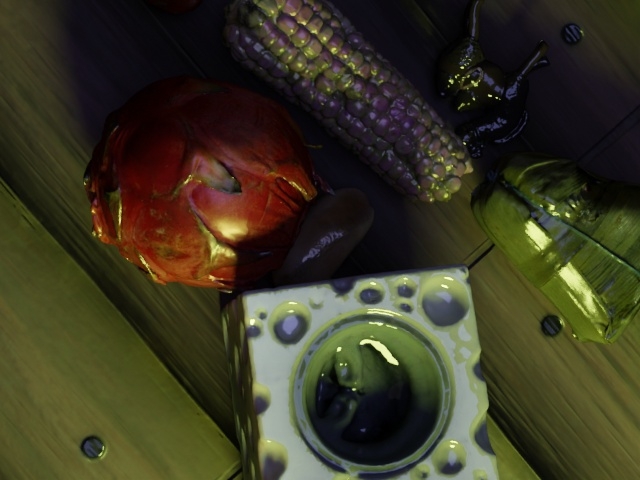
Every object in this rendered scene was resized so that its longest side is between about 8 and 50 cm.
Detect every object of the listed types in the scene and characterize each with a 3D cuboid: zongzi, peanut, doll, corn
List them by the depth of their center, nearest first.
[{"bbox_3d":[0.034,-0.175,1.661,0.335,0.126,0.126,39,82,-9],"label":"corn"},{"bbox_3d":[0.000,0.000,1.671,0.076,0.076,0.152,45,82,-6],"label":"peanut"},{"bbox_3d":[0.331,-0.053,1.707,0.274,0.125,0.251,-46,104,-12],"label":"zongzi"},{"bbox_3d":[0.193,-0.183,1.723,0.139,0.057,0.165,31,88,-11],"label":"doll"}]

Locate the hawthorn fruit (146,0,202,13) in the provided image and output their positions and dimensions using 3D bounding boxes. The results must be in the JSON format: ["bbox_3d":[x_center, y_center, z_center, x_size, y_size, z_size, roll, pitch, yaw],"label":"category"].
[{"bbox_3d":[-0.161,-0.300,1.650,0.093,0.093,0.093,0,88,-10],"label":"hawthorn fruit"}]

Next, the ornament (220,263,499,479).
[{"bbox_3d":[0.034,0.166,1.577,0.239,0.240,0.239,-7,84,-10],"label":"ornament"}]

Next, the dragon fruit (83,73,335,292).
[{"bbox_3d":[-0.127,-0.061,1.575,0.252,0.241,0.241,38,81,25],"label":"dragon fruit"}]
